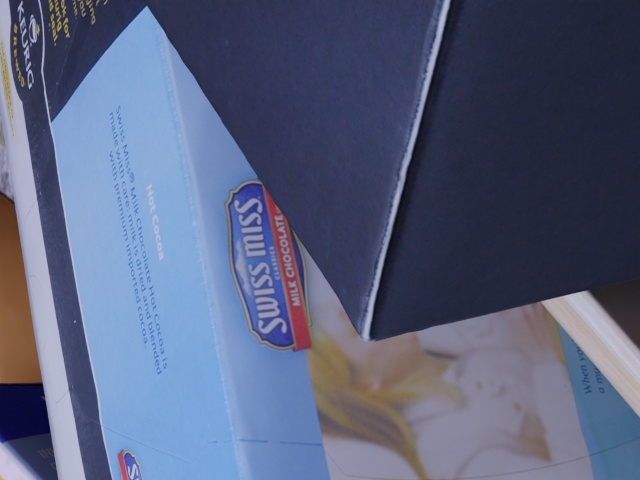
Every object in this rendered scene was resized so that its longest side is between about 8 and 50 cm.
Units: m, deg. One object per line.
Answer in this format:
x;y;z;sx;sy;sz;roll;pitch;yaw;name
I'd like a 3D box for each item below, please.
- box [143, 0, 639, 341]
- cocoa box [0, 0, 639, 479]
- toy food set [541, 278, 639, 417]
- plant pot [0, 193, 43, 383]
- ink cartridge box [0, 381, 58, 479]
0.089;-0.148;0.539;0.294;0.296;0.183;56;147;41;box
0.000;0.000;0.762;0.228;0.231;0.347;-39;59;58;cocoa box
0.167;0.093;0.549;0.306;0.219;0.092;52;123;34;toy food set
-0.348;0.100;1.207;0.291;0.203;0.291;-1;89;48;plant pot
-0.146;0.262;0.913;0.395;0.151;0.270;39;104;24;ink cartridge box
